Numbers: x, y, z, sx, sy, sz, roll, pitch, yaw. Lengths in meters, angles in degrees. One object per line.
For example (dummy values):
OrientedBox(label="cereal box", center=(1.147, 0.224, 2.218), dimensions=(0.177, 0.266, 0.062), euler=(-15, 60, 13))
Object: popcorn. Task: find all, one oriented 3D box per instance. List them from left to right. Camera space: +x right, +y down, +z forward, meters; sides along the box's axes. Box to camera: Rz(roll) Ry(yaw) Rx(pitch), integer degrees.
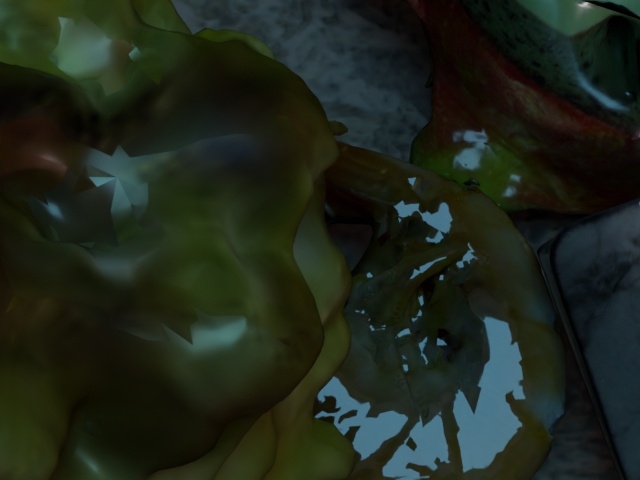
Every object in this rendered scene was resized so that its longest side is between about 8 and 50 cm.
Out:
OrientedBox(label="popcorn", center=(-0.132, 0.049, 0.740), dimensions=(0.312, 0.312, 0.312), euler=(2, 67, -5))

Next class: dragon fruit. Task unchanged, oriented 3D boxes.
OrientedBox(label="dragon fruit", center=(0.149, -0.127, 0.926), dimensions=(0.268, 0.130, 0.295), euler=(35, 68, 3))

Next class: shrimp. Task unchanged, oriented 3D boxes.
OrientedBox(label="shrimp", center=(0.000, 0.000, 0.874), dimensions=(0.152, 0.063, 0.287), euler=(-34, 77, -3))

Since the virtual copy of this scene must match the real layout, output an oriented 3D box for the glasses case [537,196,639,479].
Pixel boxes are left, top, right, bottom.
OrientedBox(label="glasses case", center=(0.192, 0.122, 0.825), dimensions=(0.114, 0.060, 0.299), euler=(-20, 80, 4))
